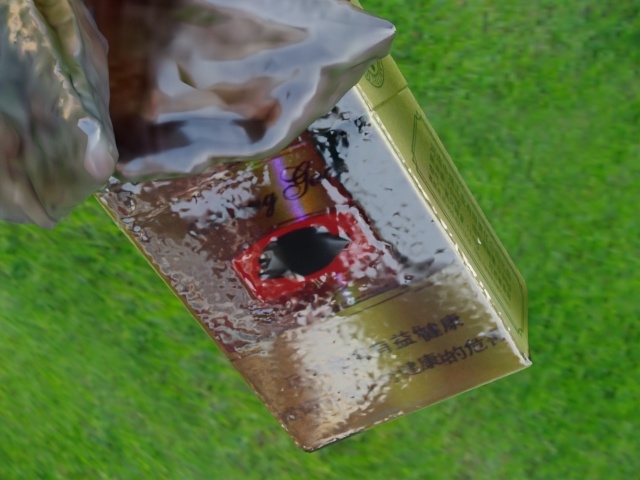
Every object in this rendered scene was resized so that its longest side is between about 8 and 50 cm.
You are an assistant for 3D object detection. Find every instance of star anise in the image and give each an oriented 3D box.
[{"bbox_3d":[-0.130,-0.091,0.600,0.331,0.332,0.118,-14,128,-22],"label":"star anise"}]

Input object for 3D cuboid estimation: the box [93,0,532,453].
[{"bbox_3d":[0.000,0.000,0.928,0.159,0.071,0.240,-21,128,17],"label":"box"}]
